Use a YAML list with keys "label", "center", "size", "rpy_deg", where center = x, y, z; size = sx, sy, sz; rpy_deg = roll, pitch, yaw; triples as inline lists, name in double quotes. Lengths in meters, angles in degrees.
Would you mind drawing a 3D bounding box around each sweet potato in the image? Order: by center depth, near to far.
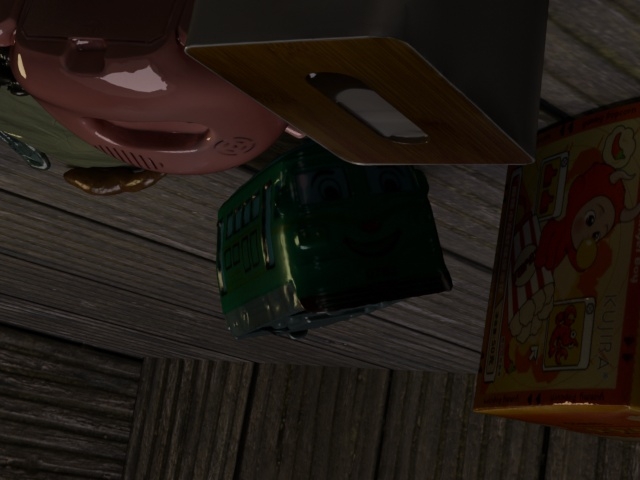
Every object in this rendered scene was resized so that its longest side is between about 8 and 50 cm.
- label: "sweet potato"
  center: [-0.268, -0.079, 1.709]
  size: [0.179, 0.044, 0.044]
  rpy_deg: [3, 167, 33]

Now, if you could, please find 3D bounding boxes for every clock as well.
- label: "clock"
  center: [-0.127, -0.128, 1.016]
  size: [0.227, 0.142, 0.241]
  rpy_deg: [6, 155, 16]

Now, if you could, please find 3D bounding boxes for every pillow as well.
- label: "pillow"
  center: [-0.274, -0.134, 1.356]
  size: [0.274, 0.076, 0.281]
  rpy_deg: [0, 165, 43]

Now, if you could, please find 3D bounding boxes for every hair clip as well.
- label: "hair clip"
  center: [-0.395, -0.140, 1.512]
  size: [0.066, 0.036, 0.229]
  rpy_deg: [-5, 156, 35]

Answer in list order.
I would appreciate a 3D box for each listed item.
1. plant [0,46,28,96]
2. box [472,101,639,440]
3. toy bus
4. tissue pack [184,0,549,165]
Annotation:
- label: "plant"
  center: [-0.221, -0.160, 1.144]
  size: [0.143, 0.092, 0.094]
  rpy_deg: [13, -161, -38]
- label: "box"
  center: [0.306, 0.043, 1.252]
  size: [0.214, 0.283, 0.259]
  rpy_deg: [16, 166, -23]
- label: "toy bus"
  center: [0.000, 0.000, 1.469]
  size: [0.184, 0.199, 0.343]
  rpy_deg: [-8, 173, -20]
- label: "tissue pack"
  center: [0.043, -0.152, 0.896]
  size: [0.160, 0.135, 0.246]
  rpy_deg: [1, 167, 30]
